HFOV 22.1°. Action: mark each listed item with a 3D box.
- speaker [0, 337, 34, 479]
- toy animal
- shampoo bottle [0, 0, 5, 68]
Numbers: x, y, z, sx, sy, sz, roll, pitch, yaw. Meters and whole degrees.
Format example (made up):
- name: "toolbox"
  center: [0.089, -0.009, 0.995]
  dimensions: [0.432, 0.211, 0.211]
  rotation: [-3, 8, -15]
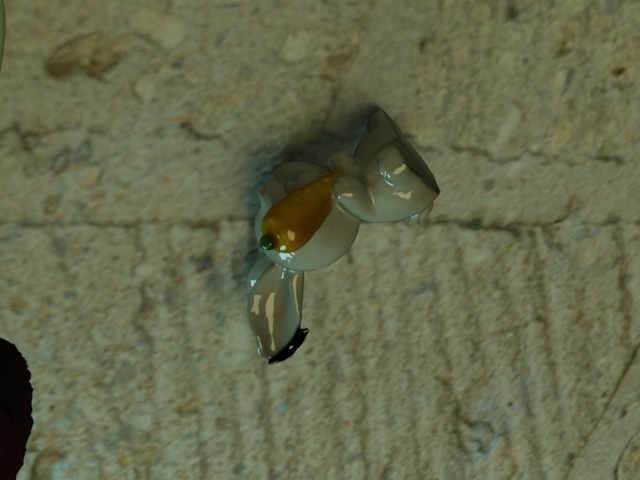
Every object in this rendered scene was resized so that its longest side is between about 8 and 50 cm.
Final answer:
- name: "speaker"
  center: [-0.316, 0.059, 0.969]
  dimensions: [0.259, 0.198, 0.329]
  rotation: [-26, 135, 24]
- name: "toy animal"
  center: [0.000, 0.000, 1.179]
  dimensions: [0.182, 0.131, 0.127]
  rotation: [-34, 117, 11]
- name: "shampoo bottle"
  center: [-0.219, -0.138, 0.960]
  dimensions: [0.077, 0.045, 0.152]
  rotation: [-4, 128, -30]
